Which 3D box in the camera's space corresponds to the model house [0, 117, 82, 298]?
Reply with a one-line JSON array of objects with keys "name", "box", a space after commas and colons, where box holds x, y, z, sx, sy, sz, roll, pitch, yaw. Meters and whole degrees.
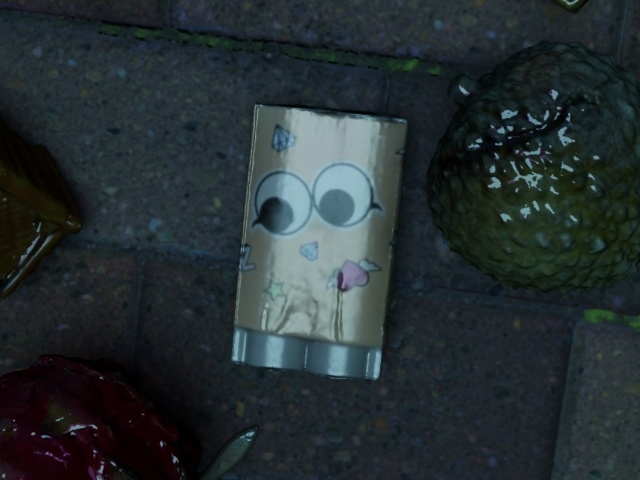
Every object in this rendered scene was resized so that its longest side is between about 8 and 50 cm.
[{"name": "model house", "box": [-0.402, -0.059, 1.437, 0.229, 0.199, 0.219, -13, 136, -30]}]

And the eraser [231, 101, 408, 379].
[{"name": "eraser", "box": [0.000, 0.000, 1.435, 0.171, 0.087, 0.290, 7, 99, 7]}]

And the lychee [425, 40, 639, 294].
[{"name": "lychee", "box": [0.231, -0.070, 1.315, 0.274, 0.255, 0.255, 45, 101, -7]}]

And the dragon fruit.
[{"name": "dragon fruit", "box": [-0.280, 0.277, 1.401, 0.329, 0.329, 0.329, 1, 99, 6]}]

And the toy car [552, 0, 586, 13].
[{"name": "toy car", "box": [0.189, -0.341, 1.348, 0.257, 0.124, 0.101, 38, 101, 9]}]

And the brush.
[{"name": "brush", "box": [-0.138, 0.288, 1.528, 0.070, 0.021, 0.196, 42, 100, -3]}]
